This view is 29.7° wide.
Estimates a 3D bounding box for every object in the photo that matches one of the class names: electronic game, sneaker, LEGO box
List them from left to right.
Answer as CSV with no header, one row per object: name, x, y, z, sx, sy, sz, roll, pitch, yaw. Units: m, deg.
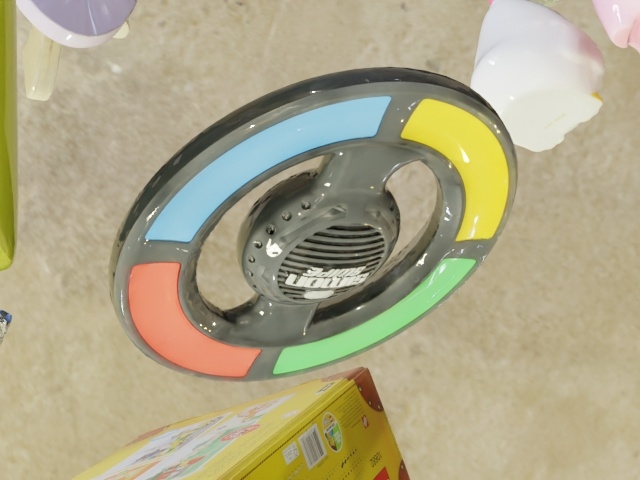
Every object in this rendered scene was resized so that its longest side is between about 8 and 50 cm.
sneaker,-0.463,0.118,1.660,0.052,0.135,0.058,37,95,1
LEGO box,-0.153,0.341,1.377,0.372,0.500,0.193,-20,92,23
electronic game,0.000,0.000,0.644,0.229,0.048,0.229,-17,143,-13

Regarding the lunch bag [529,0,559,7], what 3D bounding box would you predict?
lunch bag,0.198,-0.367,1.116,0.235,0.169,0.287,14,93,-59

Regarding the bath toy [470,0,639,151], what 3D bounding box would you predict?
bath toy,0.249,-0.191,0.832,0.348,0.129,0.151,-32,142,31

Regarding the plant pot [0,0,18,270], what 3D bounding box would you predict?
plant pot,-0.243,-0.087,0.501,0.227,0.207,0.228,-3,99,-29

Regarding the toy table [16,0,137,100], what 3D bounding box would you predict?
toy table,-0.319,-0.317,1.432,0.252,0.161,0.274,17,56,-26
